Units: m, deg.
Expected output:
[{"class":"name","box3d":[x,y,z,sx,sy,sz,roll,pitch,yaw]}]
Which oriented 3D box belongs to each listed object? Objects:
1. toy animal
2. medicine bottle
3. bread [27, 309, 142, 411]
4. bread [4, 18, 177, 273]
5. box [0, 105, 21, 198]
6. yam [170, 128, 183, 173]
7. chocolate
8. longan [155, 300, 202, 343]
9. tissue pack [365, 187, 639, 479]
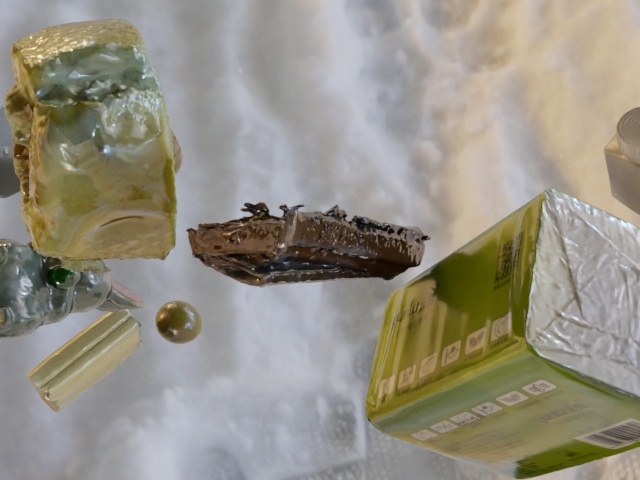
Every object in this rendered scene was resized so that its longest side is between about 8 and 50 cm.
[{"class":"toy animal","box3d":[-0.305,0.046,1.206,0.138,0.236,0.108,-9,90,26]},{"class":"medicine bottle","box3d":[0.533,-0.123,1.721,0.088,0.188,0.132,-40,50,-10]},{"class":"bread","box3d":[-0.354,0.182,1.621,0.178,0.139,0.060,-40,75,-17]},{"class":"bread","box3d":[-0.128,-0.052,0.621,0.103,0.156,0.110,-15,10,-17]},{"class":"box","box3d":[-0.471,-0.129,1.560,0.031,0.126,0.091,-8,19,35]},{"class":"yam","box3d":[-0.256,-0.171,1.493,0.071,0.317,0.067,17,75,12]},{"class":"chocolate","box3d":[0.003,0.006,0.899,0.102,0.329,0.065,2,89,23]},{"class":"longan","box3d":[-0.224,0.130,1.689,0.075,0.083,0.075,-1,82,5]},{"class":"tissue pack","box3d":[0.197,0.098,0.961,0.200,0.275,0.167,23,62,-16]}]
